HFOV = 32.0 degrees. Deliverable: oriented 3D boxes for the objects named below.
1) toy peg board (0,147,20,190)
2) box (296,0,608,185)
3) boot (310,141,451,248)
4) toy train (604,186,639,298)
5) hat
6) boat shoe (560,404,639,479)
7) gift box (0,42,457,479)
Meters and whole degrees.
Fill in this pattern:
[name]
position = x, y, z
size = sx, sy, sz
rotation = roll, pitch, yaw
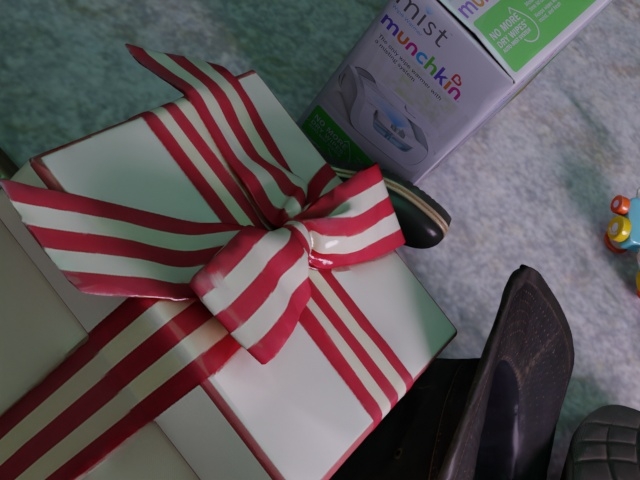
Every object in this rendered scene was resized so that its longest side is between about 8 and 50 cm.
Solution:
[toy peg board]
position = -0.269, -0.051, 0.778
size = 0.079, 0.161, 0.160
rotation = -43, 79, -6
[box]
position = 0.136, -0.182, 0.994
size = 0.127, 0.231, 0.262
rotation = 47, 53, 2
[boot]
position = 0.000, 0.000, 0.936
size = 0.198, 0.077, 0.137
rotation = 20, 61, -1
[toy train]
position = 0.345, 0.020, 1.111
size = 0.125, 0.046, 0.166
rotation = -26, 82, -36
[hat]
position = 0.080, 0.174, 0.815
size = 0.134, 0.331, 0.331
rotation = 8, 50, 26
[boat shoe]
position = 0.223, 0.252, 0.888
size = 0.123, 0.116, 0.324
rotation = 29, 35, 8
[gift box]
position = -0.101, 0.045, 0.680
size = 0.276, 0.258, 0.255
rotation = 50, 33, -3
